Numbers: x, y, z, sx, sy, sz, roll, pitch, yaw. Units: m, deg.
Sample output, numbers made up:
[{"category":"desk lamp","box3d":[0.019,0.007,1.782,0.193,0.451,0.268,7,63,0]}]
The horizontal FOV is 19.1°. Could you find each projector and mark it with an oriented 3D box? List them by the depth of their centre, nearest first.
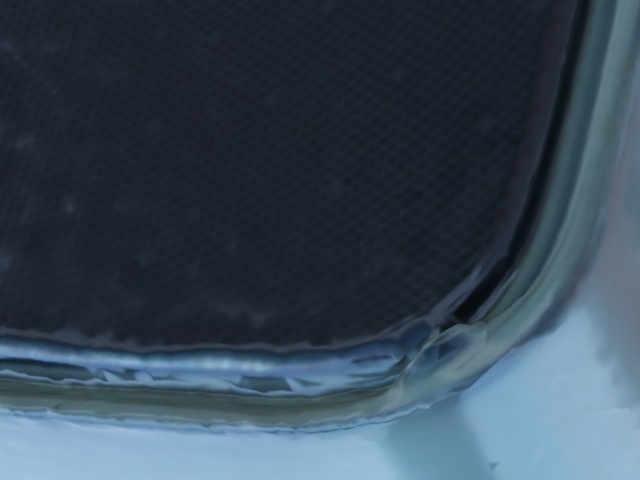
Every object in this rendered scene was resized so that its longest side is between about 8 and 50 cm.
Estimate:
[{"category":"projector","box3d":[0.000,0.000,0.570,0.248,0.249,0.249,2,148,24]}]
